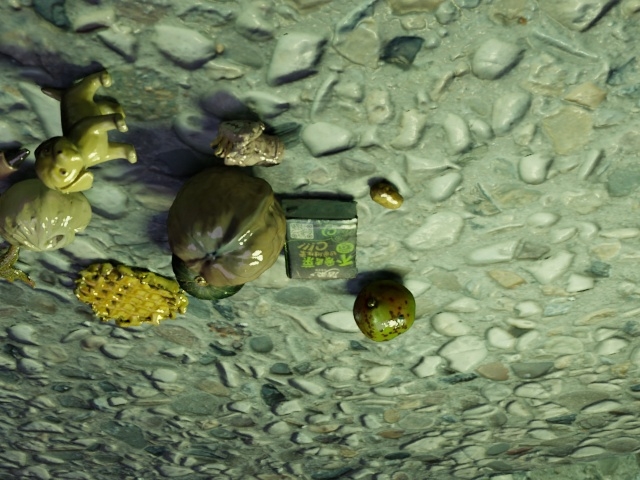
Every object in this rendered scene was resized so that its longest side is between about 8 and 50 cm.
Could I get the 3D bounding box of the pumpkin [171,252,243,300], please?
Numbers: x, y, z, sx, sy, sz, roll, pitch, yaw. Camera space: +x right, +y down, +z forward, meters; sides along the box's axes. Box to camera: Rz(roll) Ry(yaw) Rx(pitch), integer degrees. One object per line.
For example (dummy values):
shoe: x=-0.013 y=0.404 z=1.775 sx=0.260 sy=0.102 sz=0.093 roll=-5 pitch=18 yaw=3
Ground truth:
pumpkin: x=-0.253 y=0.051 z=1.753 sx=0.190 sy=0.146 sz=0.190 roll=3 pitch=142 yaw=2

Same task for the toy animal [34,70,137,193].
toy animal: x=-0.427 y=-0.197 z=1.377 sx=0.169 sy=0.233 sz=0.121 roll=-7 pitch=148 yaw=-2

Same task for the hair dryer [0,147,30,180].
hair dryer: x=-0.735 y=-0.105 z=1.615 sx=0.344 sy=0.106 sz=0.189 roll=-24 pitch=137 yaw=20

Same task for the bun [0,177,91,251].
bun: x=-0.587 y=-0.042 z=1.630 sx=0.178 sy=0.127 sz=0.193 roll=-35 pitch=149 yaw=23

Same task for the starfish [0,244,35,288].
starfish: x=-0.799 y=0.053 z=1.864 sx=0.176 sy=0.053 sz=0.208 roll=5 pitch=138 yaw=12

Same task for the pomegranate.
pomegranate: x=0.169 y=0.179 z=1.919 sx=0.159 sy=0.159 sz=0.205 roll=-18 pitch=164 yaw=24

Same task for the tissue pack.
tissue pack: x=0.000 y=0.000 z=1.740 sx=0.174 sy=0.073 sz=0.235 roll=0 pitch=143 yaw=2

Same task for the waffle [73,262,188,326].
waffle: x=-0.489 y=0.143 z=1.954 sx=0.281 sy=0.060 sz=0.262 roll=-7 pitch=142 yaw=10

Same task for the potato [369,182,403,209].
potato: x=0.143 y=-0.095 z=1.637 sx=0.083 sy=0.040 sz=0.051 roll=28 pitch=148 yaw=-29

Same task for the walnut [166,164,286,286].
walnut: x=-0.190 y=-0.034 z=1.575 sx=0.249 sy=0.248 sz=0.248 roll=1 pitch=143 yaw=1

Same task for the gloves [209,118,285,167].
gloves: x=-0.140 y=-0.189 z=1.481 sx=0.110 sy=0.094 sz=0.144 roll=7 pitch=173 yaw=33
